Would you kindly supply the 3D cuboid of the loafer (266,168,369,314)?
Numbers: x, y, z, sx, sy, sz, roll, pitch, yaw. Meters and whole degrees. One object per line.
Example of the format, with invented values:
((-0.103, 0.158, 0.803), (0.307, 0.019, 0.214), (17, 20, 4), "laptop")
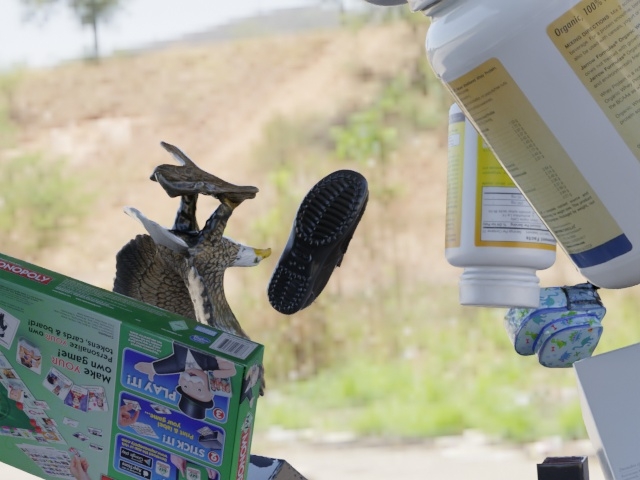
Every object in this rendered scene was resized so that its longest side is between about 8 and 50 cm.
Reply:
((0.000, 0.000, 2.621), (0.080, 0.220, 0.078), (35, 11, 21), "loafer")

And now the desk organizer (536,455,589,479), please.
((0.245, 0.279, 1.889), (0.047, 0.130, 0.050), (-4, 3, 16), "desk organizer")

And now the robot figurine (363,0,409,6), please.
((0.088, -0.465, 2.663), (0.174, 0.278, 0.209), (-1, 24, 41), "robot figurine")

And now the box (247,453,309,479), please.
((-0.058, 0.352, 2.449), (0.158, 0.093, 0.156), (44, -22, -24), "box")

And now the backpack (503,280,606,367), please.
((0.296, 0.108, 2.415), (0.114, 0.084, 0.105), (0, -43, -17), "backpack")

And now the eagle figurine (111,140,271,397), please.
((-0.160, 0.050, 2.512), (0.225, 0.298, 0.226), (9, 20, -6), "eagle figurine")

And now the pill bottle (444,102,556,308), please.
((0.189, -0.038, 1.995), (0.117, 0.215, 0.117), (2, -4, 0), "pill bottle")

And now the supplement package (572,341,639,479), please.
((0.315, 0.196, 1.799), (0.105, 0.179, 0.105), (-17, -39, 2), "supplement package")

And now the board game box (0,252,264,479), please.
((-0.215, 0.149, 1.836), (0.317, 0.213, 0.046), (19, 31, 18), "board game box")

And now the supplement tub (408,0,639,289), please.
((0.230, -0.143, 1.575), (0.228, 0.316, 0.228), (-36, 6, 5), "supplement tub")
